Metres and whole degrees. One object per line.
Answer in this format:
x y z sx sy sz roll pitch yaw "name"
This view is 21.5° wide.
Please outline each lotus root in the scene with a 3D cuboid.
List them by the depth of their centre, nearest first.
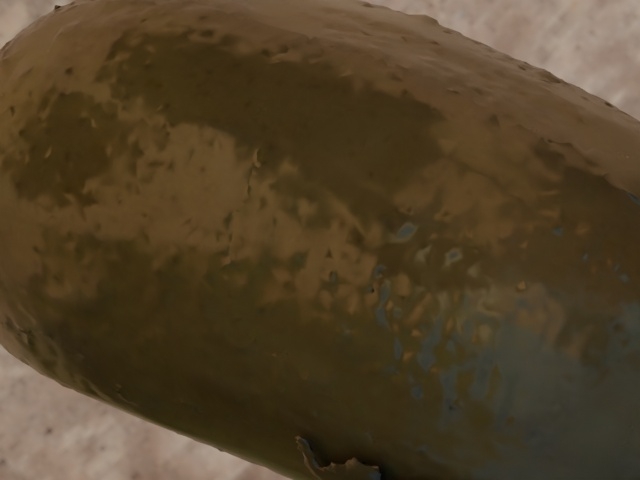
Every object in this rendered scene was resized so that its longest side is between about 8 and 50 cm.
0.000 -0.002 0.466 0.146 0.303 0.131 26 83 -63 "lotus root"
